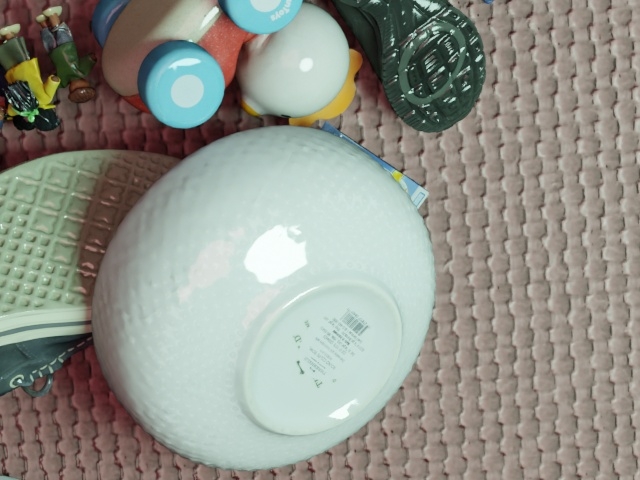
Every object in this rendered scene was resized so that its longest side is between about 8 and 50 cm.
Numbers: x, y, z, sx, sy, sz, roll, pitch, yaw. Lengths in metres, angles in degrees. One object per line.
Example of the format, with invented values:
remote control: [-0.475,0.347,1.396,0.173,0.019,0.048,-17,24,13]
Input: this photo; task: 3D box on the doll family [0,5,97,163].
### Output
doll family: [-0.297,-0.141,1.248,0.193,0.076,0.111,-21,94,42]

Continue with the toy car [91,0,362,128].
toy car: [-0.063,-0.172,1.221,0.238,0.219,0.210,37,97,-33]

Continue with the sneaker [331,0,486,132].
sneaker: [0.065,-0.228,1.224,0.109,0.130,0.286,-32,124,2]

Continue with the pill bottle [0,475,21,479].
pill bottle: [-0.335,0.317,1.314,0.078,0.078,0.137,21,96,-3]

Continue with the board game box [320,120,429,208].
board game box: [0.000,0.000,1.263,0.136,0.035,0.201,30,98,-39]

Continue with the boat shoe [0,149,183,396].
boat shoe: [-0.306,0.054,1.205,0.500,0.156,0.187,-25,72,-25]

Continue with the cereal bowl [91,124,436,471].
cereal bowl: [-0.030,0.075,1.171,0.338,0.141,0.339,-14,122,-24]

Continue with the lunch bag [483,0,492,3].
lunch bag: [0.077,-0.347,1.159,0.293,0.221,0.138,28,96,-4]
